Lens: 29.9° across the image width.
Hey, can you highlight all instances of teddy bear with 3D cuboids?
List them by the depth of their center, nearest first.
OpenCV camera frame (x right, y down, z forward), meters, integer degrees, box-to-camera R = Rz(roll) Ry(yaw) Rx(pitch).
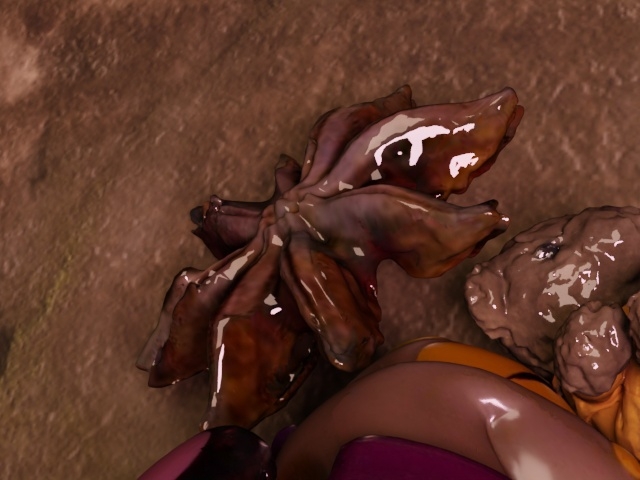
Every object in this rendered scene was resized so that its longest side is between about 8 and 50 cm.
[{"bbox_3d":[0.170,0.047,0.615,0.177,0.140,0.190,-11,33,-36],"label":"teddy bear"}]

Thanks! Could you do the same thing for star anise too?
[{"bbox_3d":[0.000,-0.001,0.710,0.288,0.088,0.288,-28,33,20],"label":"star anise"}]

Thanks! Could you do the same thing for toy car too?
[{"bbox_3d":[0.003,0.192,0.528,0.340,0.240,0.271,-37,97,20],"label":"toy car"}]
